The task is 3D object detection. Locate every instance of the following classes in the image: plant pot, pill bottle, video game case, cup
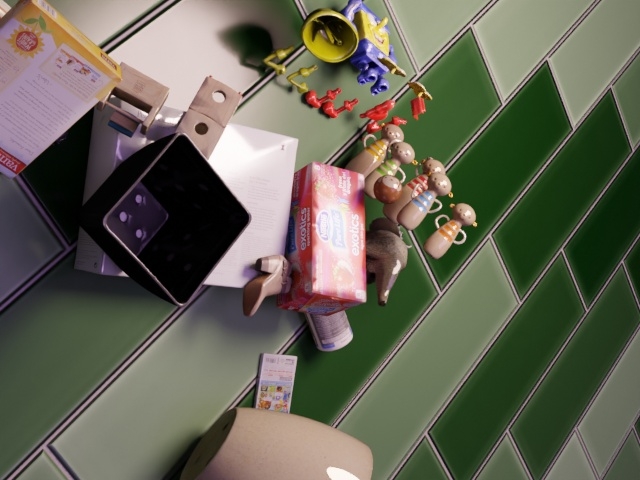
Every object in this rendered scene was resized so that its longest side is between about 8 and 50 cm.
[{"bbox_3d":[-0.252,-0.033,1.445,0.188,0.167,0.187,52,61,-30],"label":"plant pot"},{"bbox_3d":[0.008,0.141,1.886,0.078,0.078,0.137,-35,115,-36],"label":"pill bottle"},{"bbox_3d":[-0.088,0.281,1.851,0.087,0.011,0.122,12,84,-44],"label":"video game case"},{"bbox_3d":[-0.104,0.426,1.676,0.237,0.331,0.331,38,65,-10],"label":"cup"}]

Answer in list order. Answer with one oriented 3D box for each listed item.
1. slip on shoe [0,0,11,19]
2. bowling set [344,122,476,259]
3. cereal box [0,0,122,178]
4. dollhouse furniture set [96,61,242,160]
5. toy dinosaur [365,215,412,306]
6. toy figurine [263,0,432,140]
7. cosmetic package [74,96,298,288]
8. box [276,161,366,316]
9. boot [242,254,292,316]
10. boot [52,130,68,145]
[{"bbox_3d":[-0.571,-0.348,1.292,0.331,0.123,0.101,32,75,-45],"label":"slip on shoe"},{"bbox_3d":[0.180,-0.108,1.837,0.287,0.200,0.154,42,88,6],"label":"bowling set"},{"bbox_3d":[-0.430,-0.217,1.378,0.240,0.047,0.173,-37,128,14],"label":"cereal box"},{"bbox_3d":[-0.240,-0.201,1.503,0.184,0.129,0.129,29,69,-8],"label":"dollhouse furniture set"},{"bbox_3d":[0.107,0.028,1.887,0.160,0.313,0.121,-28,104,2],"label":"toy dinosaur"},{"bbox_3d":[0.050,-0.386,1.889,0.362,0.191,0.217,30,44,-43],"label":"toy figurine"},{"bbox_3d":[-0.219,-0.070,1.648,0.377,0.097,0.284,9,88,-43],"label":"cosmetic package"},{"bbox_3d":[0.000,0.000,1.782,0.123,0.128,0.256,12,68,-31],"label":"box"},{"bbox_3d":[-0.088,0.082,1.693,0.087,0.042,0.118,18,88,-50],"label":"boot"},{"bbox_3d":[-0.425,-0.212,1.481,0.099,0.045,0.121,28,81,-38],"label":"boot"}]
